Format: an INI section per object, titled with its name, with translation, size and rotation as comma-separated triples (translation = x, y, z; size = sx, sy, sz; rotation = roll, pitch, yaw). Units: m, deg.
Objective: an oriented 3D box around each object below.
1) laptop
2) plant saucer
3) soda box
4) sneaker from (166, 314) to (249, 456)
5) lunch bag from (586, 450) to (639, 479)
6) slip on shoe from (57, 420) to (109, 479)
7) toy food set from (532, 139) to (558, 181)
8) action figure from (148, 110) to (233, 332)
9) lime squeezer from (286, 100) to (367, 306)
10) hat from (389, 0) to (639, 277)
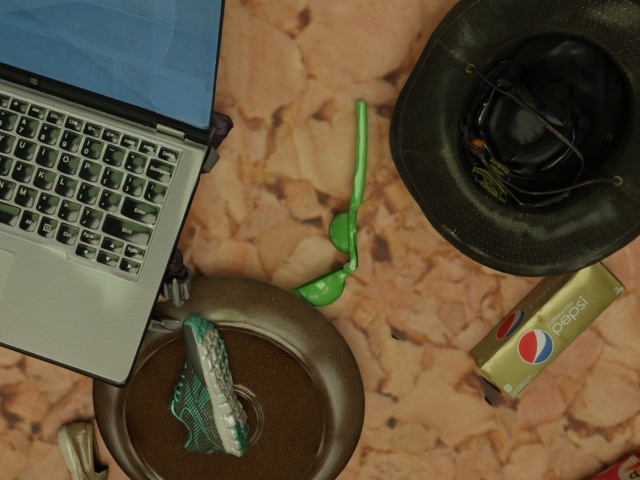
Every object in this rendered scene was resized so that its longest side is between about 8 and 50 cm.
[laptop]
translation = -0.312, -0.117, 1.189
size = 0.381, 0.236, 0.408
rotation = 18, 84, 5
[plant saucer]
translation = -0.105, 0.191, 1.421
size = 0.310, 0.050, 0.311
rotation = 1, 110, 2
[soda box]
translation = 0.257, 0.092, 1.446
size = 0.058, 0.061, 0.181
rotation = 42, 97, -13
[sneaker]
translation = -0.131, 0.161, 1.354
size = 0.076, 0.065, 0.167
rotation = -10, 108, 11
[lunch bag]
translation = 0.363, 0.410, 1.506
size = 0.293, 0.120, 0.258
rotation = -29, 105, 2
[slip on shoe]
translation = -0.261, 0.270, 1.454
size = 0.041, 0.051, 0.135
rotation = -16, 97, 2
[toy food set]
translation = 0.298, -0.079, 1.428
size = 0.122, 0.019, 0.078
rotation = -5, 104, -4
[action figure]
translation = -0.200, -0.021, 1.353
size = 0.185, 0.099, 0.285
rotation = 22, 93, 8
[lime squeezer]
translation = 0.000, 0.000, 1.415
size = 0.110, 0.059, 0.310
rotation = 38, 101, 18
[hat]
translation = 0.243, -0.134, 1.348
size = 0.331, 0.134, 0.331
rotation = 5, 110, 13
